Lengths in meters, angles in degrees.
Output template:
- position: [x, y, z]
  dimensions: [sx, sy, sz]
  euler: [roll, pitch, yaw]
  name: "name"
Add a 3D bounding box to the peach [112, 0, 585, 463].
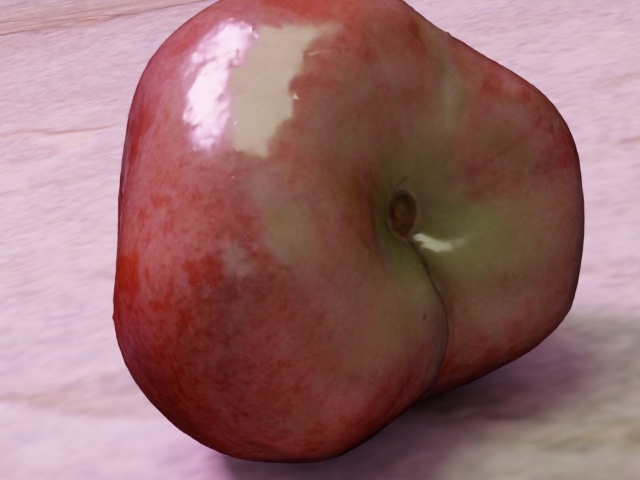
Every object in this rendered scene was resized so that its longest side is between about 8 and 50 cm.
- position: [0.000, 0.000, 0.473]
  dimensions: [0.152, 0.152, 0.152]
  euler: [-13, 19, 4]
  name: "peach"
